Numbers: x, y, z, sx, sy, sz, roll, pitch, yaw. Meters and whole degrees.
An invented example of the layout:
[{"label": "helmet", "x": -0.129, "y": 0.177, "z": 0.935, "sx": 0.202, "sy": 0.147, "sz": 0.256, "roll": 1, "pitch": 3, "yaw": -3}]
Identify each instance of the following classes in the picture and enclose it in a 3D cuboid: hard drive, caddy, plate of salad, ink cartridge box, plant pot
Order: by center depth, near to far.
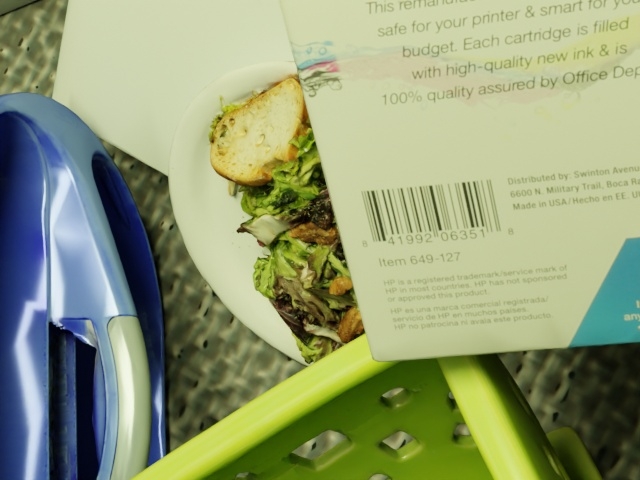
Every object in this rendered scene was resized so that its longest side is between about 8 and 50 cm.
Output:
[{"label": "ink cartridge box", "x": 0.090, "y": -0.097, "z": 0.669, "sx": 0.171, "sy": 0.168, "sz": 0.233, "roll": -5, "pitch": 121, "yaw": 16}, {"label": "plant pot", "x": 0.047, "y": 0.196, "z": 0.767, "sx": 0.227, "sy": 0.207, "sz": 0.228, "roll": -33, "pitch": 58, "yaw": 16}, {"label": "hard drive", "x": -0.023, "y": -0.148, "z": 0.845, "sx": 0.210, "sy": 0.040, "sz": 0.319, "roll": 30, "pitch": 134, "yaw": 12}, {"label": "plate of salad", "x": 0.000, "y": 0.000, "z": 0.875, "sx": 0.199, "sy": 0.048, "sz": 0.200, "roll": 17, "pitch": 129, "yaw": 22}, {"label": "caddy", "x": -0.170, "y": 0.094, "z": 0.883, "sx": 0.179, "sy": 0.241, "sz": 0.341, "roll": -8, "pitch": 76, "yaw": 21}]

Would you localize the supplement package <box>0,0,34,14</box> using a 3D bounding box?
[{"label": "supplement package", "x": -0.236, "y": -0.260, "z": 1.043, "sx": 0.194, "sy": 0.149, "sz": 0.203, "roll": -17, "pitch": 73, "yaw": 22}]
